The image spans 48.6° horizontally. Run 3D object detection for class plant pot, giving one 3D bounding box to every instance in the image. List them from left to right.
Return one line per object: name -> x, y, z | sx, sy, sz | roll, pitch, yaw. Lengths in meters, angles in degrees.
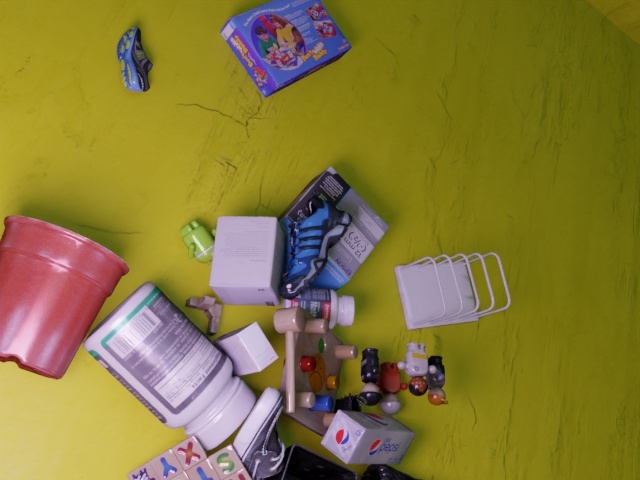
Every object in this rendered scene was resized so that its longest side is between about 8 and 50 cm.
plant pot -> -0.574, 0.128, 1.454 | 0.272, 0.272, 0.265 | 28, 68, -22
plant pot -> -0.056, 0.602, 1.653 | 0.188, 0.167, 0.187 | 32, 58, -20

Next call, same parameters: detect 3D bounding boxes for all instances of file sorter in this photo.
file sorter -> 0.395, 0.142, 2.110 | 0.278, 0.173, 0.192 | -2, 73, -33

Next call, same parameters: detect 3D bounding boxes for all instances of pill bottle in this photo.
pill bottle -> -0.327, 0.282, 1.574 | 0.361, 0.204, 0.204 | 47, 54, -10
pill bottle -> -0.007, 0.177, 1.843 | 0.180, 0.108, 0.107 | 4, 69, -8

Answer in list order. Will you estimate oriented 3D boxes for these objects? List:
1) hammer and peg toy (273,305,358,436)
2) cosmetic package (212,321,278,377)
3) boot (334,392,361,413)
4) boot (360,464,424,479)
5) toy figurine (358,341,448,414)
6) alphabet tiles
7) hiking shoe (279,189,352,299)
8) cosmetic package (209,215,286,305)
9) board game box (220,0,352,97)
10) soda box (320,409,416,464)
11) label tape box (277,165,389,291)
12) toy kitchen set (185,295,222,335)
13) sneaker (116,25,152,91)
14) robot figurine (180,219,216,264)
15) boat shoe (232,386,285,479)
hammer and peg toy -> -0.044, 0.310, 1.704 | 0.361, 0.127, 0.265 | 47, 47, -51
cosmetic package -> -0.186, 0.258, 1.649 | 0.060, 0.239, 0.098 | -35, 93, -30
boot -> 0.069, 0.457, 1.828 | 0.045, 0.099, 0.121 | 7, 70, -31
boot -> 0.209, 0.754, 1.785 | 0.260, 0.131, 0.347 | 26, 50, -31
toy figurine -> 0.219, 0.371, 1.872 | 0.213, 0.210, 0.148 | 43, 42, -53
alphabet tiles -> -0.255, 0.603, 1.513 | 0.285, 0.011, 0.342 | -30, 91, 2
hiking shoe -> -0.042, 0.018, 1.806 | 0.132, 0.113, 0.304 | 36, 56, -6
cosmetic package -> -0.175, 0.053, 1.755 | 0.152, 0.151, 0.183 | 1, 67, 8
board game box -> -0.096, -0.602, 2.126 | 0.347, 0.078, 0.233 | -36, 94, -36
soda box -> 0.126, 0.492, 1.767 | 0.286, 0.091, 0.098 | 25, 93, -54
label tape box -> 0.000, 0.000, 1.946 | 0.249, 0.115, 0.347 | 46, 53, -10
toy kitchen set -> -0.282, 0.180, 1.724 | 0.083, 0.068, 0.075 | 18, 64, -26
sneaker -> -0.481, -0.469, 1.849 | 0.078, 0.067, 0.188 | 12, 63, -52
robot figurine -> -0.300, 0.007, 1.777 | 0.115, 0.067, 0.101 | 55, 41, -4
boat shoe -> -0.132, 0.468, 1.571 | 0.119, 0.335, 0.121 | 26, 28, 7
